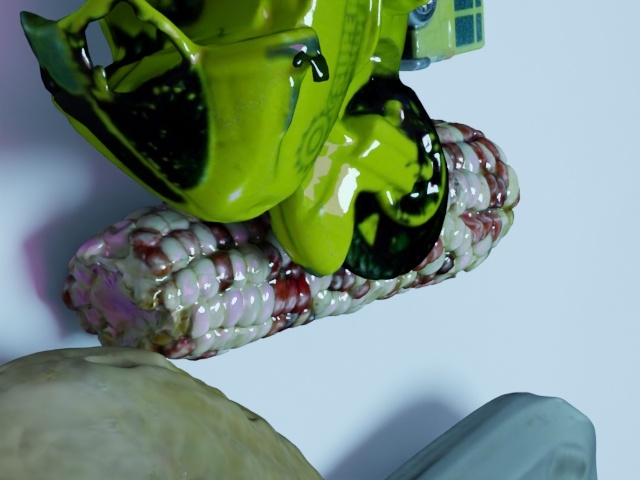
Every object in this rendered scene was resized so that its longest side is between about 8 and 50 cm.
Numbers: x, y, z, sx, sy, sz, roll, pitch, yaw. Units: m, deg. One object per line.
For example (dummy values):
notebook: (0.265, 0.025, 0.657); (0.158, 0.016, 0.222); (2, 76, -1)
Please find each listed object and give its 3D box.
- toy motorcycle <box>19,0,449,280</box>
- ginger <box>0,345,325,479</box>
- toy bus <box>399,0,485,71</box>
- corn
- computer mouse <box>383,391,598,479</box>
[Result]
toy motorcycle: (-0.031, -0.147, 0.526); (0.206, 0.142, 0.342); (-9, 93, -58)
ginger: (-0.071, 0.121, 0.522); (0.267, 0.138, 0.152); (13, 103, -42)
toy bus: (0.030, -0.177, 0.673); (0.101, 0.088, 0.175); (-21, 112, -52)
corn: (0.000, 0.000, 0.641); (0.280, 0.092, 0.092); (-22, 109, -49)
computer mouse: (0.058, 0.213, 0.736); (0.331, 0.095, 0.197); (-29, 114, -39)
